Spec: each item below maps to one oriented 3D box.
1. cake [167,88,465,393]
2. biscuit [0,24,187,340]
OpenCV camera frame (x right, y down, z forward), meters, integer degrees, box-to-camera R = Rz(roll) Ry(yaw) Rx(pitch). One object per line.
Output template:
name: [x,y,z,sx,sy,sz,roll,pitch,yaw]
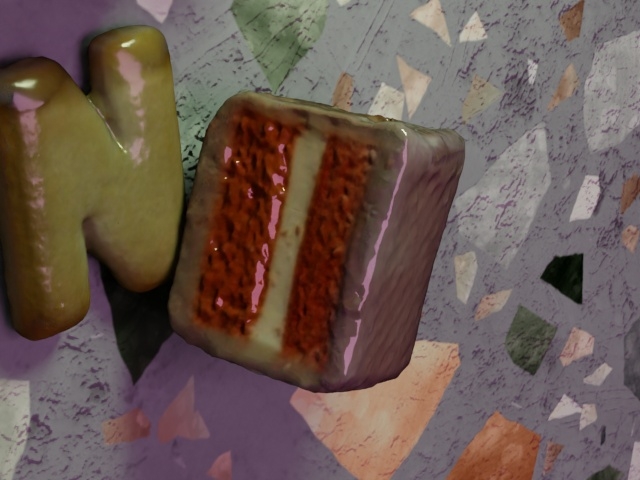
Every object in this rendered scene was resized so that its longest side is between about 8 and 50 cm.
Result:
cake: [0.000,0.000,1.775,0.230,0.237,0.309,6,100,-67]
biscuit: [-0.232,-0.060,1.659,0.237,0.062,0.290,-24,122,-43]
